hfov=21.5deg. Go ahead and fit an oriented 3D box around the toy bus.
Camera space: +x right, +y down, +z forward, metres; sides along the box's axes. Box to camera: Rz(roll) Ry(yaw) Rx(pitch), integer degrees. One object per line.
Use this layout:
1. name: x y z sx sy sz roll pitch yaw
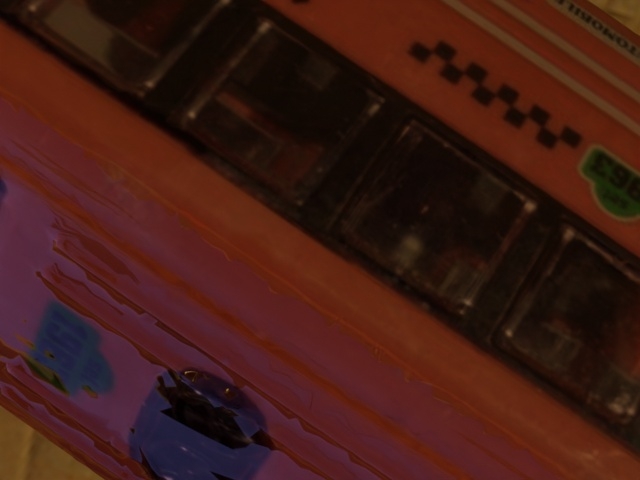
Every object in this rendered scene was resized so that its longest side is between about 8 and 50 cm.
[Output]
1. toy bus: 0.000 0.000 0.622 0.427 0.233 0.203 34 142 2
